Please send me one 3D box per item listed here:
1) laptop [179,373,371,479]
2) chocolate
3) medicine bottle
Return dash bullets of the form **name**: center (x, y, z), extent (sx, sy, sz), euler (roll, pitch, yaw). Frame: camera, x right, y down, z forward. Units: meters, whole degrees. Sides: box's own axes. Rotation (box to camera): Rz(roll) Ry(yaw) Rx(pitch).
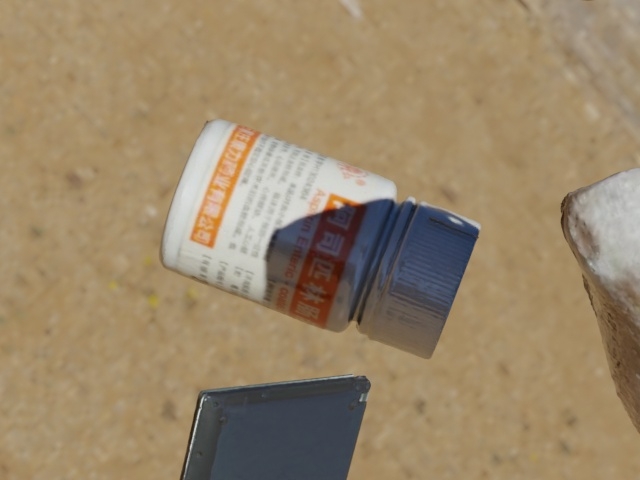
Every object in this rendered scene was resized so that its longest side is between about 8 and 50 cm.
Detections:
- **laptop**: center (-0.039, 0.169, 1.239), extent (0.129, 0.180, 0.016), euler (-3, 26, -37)
- **chocolate**: center (0.272, 0.061, 1.286), extent (0.303, 0.185, 0.100), euler (63, 20, -45)
- **medicine bottle**: center (0.000, 0.000, 1.668), extent (0.252, 0.144, 0.144), euler (19, 29, 1)
